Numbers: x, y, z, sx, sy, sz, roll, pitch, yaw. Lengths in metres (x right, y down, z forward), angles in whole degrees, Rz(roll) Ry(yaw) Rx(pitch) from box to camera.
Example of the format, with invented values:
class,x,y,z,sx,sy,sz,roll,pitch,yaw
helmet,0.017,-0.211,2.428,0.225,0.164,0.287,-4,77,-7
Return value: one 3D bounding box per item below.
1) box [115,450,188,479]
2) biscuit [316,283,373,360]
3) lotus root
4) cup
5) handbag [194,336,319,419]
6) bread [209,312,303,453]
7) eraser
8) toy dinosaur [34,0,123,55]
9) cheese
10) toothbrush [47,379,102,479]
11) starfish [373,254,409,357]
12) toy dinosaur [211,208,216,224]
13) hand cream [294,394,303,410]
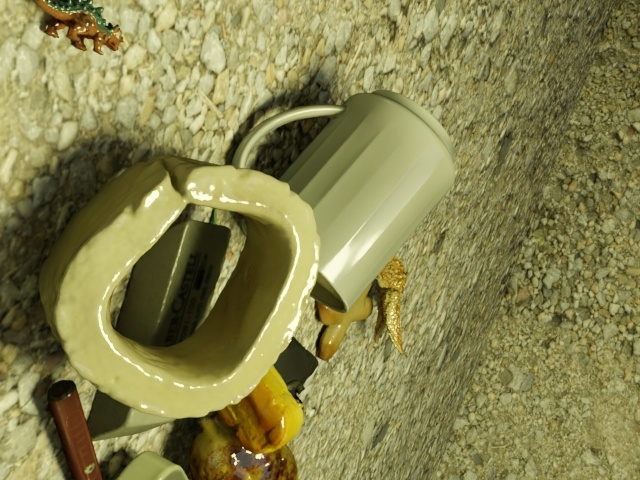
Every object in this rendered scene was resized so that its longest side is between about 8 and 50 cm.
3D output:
class,x,y,z,sx,sy,sz,roll,pitch,yaw
box,-0.310,0.548,1.055,0.367,0.090,0.373,-52,152,-32
biscuit,0.060,0.157,1.568,0.208,0.047,0.164,-40,136,-46
lotus root,-0.131,0.386,1.171,0.169,0.141,0.314,-41,125,-24
cup,0.027,-0.101,1.159,0.323,0.237,0.327,45,76,-19
handbag,-0.108,0.278,1.299,0.254,0.089,0.211,-54,136,-25
bread,-0.128,0.221,1.095,0.102,0.245,0.094,-41,163,18
eraser,-0.232,0.135,1.009,0.111,0.077,0.352,14,93,-62
toy dinosaur,-0.268,-0.243,0.762,0.154,0.049,0.055,22,89,-67
cheese,-0.168,0.042,0.872,0.292,0.153,0.332,39,78,-32
toothbrush,-0.332,0.333,0.982,0.041,0.041,0.363,-41,143,-44
starfish,0.164,0.128,1.613,0.301,0.084,0.293,-81,170,-62
toy dinosaur,-0.178,0.002,1.089,0.060,0.029,0.119,7,97,-44
hand cream,-0.112,0.411,1.409,0.235,0.055,0.086,-51,143,-21
